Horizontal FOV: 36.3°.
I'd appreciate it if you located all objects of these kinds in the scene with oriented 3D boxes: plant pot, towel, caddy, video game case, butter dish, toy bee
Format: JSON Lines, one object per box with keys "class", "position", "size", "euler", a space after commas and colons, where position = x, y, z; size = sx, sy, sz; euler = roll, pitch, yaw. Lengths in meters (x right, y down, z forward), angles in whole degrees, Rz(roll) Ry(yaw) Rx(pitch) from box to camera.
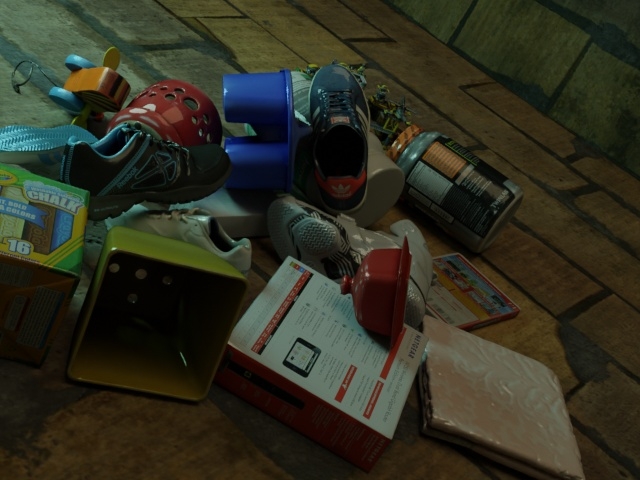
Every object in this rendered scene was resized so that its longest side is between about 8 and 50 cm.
{"class": "plant pot", "position": [-0.311, -0.198, 1.906], "size": [0.191, 0.191, 0.174], "euler": [31, 36, 4]}
{"class": "towel", "position": [0.323, 0.296, 1.799], "size": [0.317, 0.053, 0.331], "euler": [23, 28, -9]}
{"class": "caddy", "position": [-0.105, -0.219, 1.944], "size": [0.179, 0.241, 0.341], "euler": [-2, 10, -5]}
{"class": "plant pot", "position": [-0.256, 0.089, 1.471], "size": [0.212, 0.212, 0.187], "euler": [15, 18, -24]}
{"class": "video game case", "position": [0.284, 0.111, 2.097], "size": [0.285, 0.025, 0.204], "euler": [-8, 45, -48]}
{"class": "butter dish", "position": [0.093, 0.084, 1.693], "size": [0.118, 0.159, 0.160], "euler": [6, 28, 5]}
{"class": "toy bee", "position": [-0.464, -0.305, 1.967], "size": [0.298, 0.195, 0.162], "euler": [41, 4, 42]}

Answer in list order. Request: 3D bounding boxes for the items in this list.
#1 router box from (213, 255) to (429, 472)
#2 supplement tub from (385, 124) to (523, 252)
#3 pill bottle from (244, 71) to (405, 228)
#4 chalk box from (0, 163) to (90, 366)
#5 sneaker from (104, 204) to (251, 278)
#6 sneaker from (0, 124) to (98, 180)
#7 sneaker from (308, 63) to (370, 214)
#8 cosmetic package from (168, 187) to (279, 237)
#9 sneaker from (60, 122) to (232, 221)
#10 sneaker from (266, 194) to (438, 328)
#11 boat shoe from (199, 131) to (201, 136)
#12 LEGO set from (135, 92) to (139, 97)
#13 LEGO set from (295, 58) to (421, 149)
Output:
{"class": "router box", "position": [0.008, 0.195, 1.647], "size": [0.301, 0.082, 0.335], "euler": [31, 28, 3]}
{"class": "supplement tub", "position": [0.309, -0.130, 2.340], "size": [0.316, 0.193, 0.194], "euler": [38, 29, 15]}
{"class": "pill bottle", "position": [0.009, -0.201, 2.172], "size": [0.204, 0.204, 0.361], "euler": [-6, 43, -47]}
{"class": "chalk box", "position": [-0.452, 0.010, 1.431], "size": [0.179, 0.180, 0.289], "euler": [18, 31, -19]}
{"class": "sneaker", "position": [-0.242, -0.011, 1.704], "size": [0.297, 0.129, 0.111], "euler": [27, 31, 8]}
{"class": "sneaker", "position": [-0.497, -0.149, 1.735], "size": [0.087, 0.092, 0.229], "euler": [39, 25, 25]}
{"class": "sneaker", "position": [0.041, -0.233, 1.981], "size": [0.131, 0.148, 0.349], "euler": [-8, 65, 1]}
{"class": "cosmetic package", "position": [-0.171, -0.055, 1.918], "size": [0.239, 0.060, 0.099], "euler": [-4, 41, -45]}
{"class": "sneaker", "position": [-0.289, -0.133, 1.678], "size": [0.125, 0.139, 0.341], "euler": [19, 27, 40]}
{"class": "sneaker", "position": [0.072, 0.018, 1.928], "size": [0.366, 0.137, 0.210], "euler": [37, 35, 4]}
{"class": "boat shoe", "position": [-0.322, -0.231, 2.078], "size": [0.083, 0.065, 0.183], "euler": [-1, 34, -40]}
{"class": "LEGO set", "position": [-0.377, -0.314, 2.200], "size": [0.083, 0.023, 0.054], "euler": [13, 32, -27]}
{"class": "LEGO set", "position": [0.097, -0.397, 2.587], "size": [0.332, 0.192, 0.255], "euler": [21, 29, -14]}
